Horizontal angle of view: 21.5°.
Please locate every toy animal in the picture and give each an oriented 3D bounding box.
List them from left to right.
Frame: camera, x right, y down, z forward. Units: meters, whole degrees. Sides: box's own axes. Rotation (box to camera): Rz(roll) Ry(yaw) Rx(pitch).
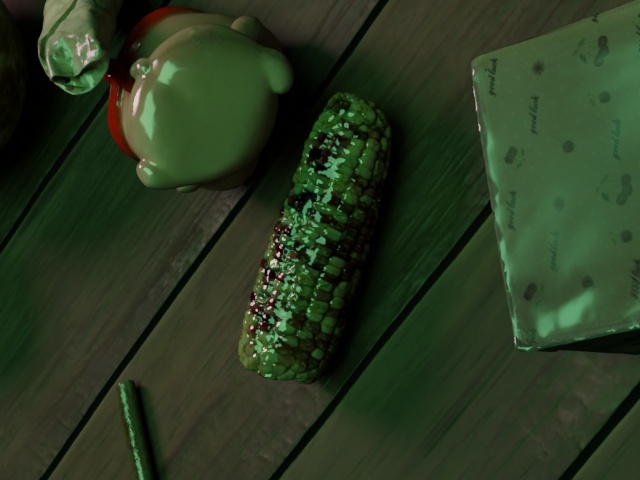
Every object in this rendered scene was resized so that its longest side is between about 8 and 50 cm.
[{"bbox_3d":[-0.109,-0.122,1.463,0.198,0.171,0.171,-136,64,-72],"label":"toy animal"}]

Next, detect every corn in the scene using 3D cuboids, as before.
[{"bbox_3d":[0.000,0.000,1.424,0.086,0.086,0.253,20,95,34],"label":"corn"}]

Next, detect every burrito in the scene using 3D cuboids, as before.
[{"bbox_3d":[-0.214,-0.193,1.508,0.082,0.059,0.275,-40,20,12],"label":"burrito"}]

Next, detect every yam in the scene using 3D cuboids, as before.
[{"bbox_3d":[-0.170,0.186,1.559,0.021,0.021,0.116,-22,74,31],"label":"yam"}]

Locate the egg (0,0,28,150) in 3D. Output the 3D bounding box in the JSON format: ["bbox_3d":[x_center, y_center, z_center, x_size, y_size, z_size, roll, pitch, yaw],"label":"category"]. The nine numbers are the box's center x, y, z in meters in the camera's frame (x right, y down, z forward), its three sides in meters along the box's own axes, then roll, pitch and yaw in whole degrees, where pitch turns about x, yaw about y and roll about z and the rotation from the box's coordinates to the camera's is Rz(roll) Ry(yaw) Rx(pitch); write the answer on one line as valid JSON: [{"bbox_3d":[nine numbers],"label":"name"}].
[{"bbox_3d":[-0.424,-0.162,1.634,0.289,0.238,0.238,4,87,27],"label":"egg"}]

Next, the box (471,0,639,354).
[{"bbox_3d":[0.288,-0.054,1.169,0.297,0.190,0.225,-16,76,31],"label":"box"}]
